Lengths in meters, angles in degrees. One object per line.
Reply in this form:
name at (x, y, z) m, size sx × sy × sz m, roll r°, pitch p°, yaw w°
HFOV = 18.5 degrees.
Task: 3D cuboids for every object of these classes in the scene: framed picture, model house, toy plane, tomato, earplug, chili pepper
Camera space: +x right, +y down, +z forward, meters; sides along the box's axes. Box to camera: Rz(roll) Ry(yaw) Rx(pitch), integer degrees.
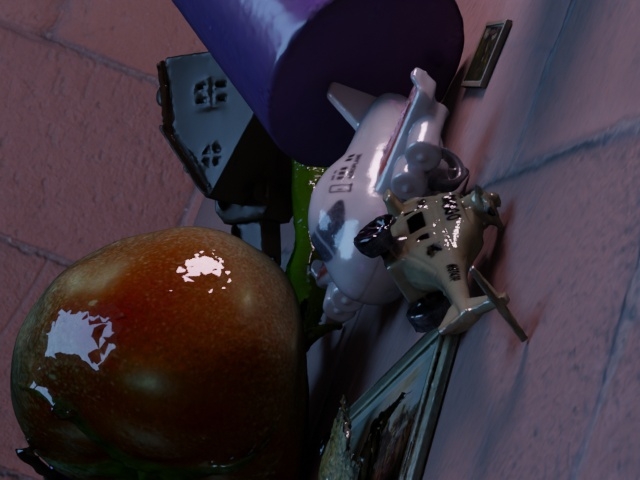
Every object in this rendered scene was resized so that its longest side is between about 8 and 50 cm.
framed picture at (0.148, -0.168, 1.766) m, size 0.089 × 0.006 × 0.066 m, roll -143°, pitch 75°, yaw -81°
model house at (-0.055, -0.091, 2.299) m, size 0.211 × 0.204 × 0.243 m, roll 10°, pitch -104°, yaw -58°
toy plane at (0.091, 0.016, 1.417) m, size 0.108 × 0.092 × 0.286 m, roll -32°, pitch 15°, yaw 8°
framed picture at (0.036, 0.185, 1.544) m, size 0.274 × 0.017 × 0.217 m, roll 127°, pitch 163°, yaw -60°
tomato at (-0.129, 0.124, 1.832) m, size 0.303 × 0.303 × 0.239 m, roll 127°, pitch 164°, yaw -60°
toy plane at (0.050, -0.045, 1.711) m, size 0.252 × 0.118 × 0.252 m, roll -161°, pitch 90°, yaw -80°
earplug at (-0.065, -0.283, 1.953) m, size 0.456 × 0.215 × 0.215 m, roll 50°, pitch 125°, yaw 38°
chili pepper at (0.000, 0.000, 2.069) m, size 0.359 × 0.085 × 0.076 m, roll -87°, pitch -23°, yaw -49°

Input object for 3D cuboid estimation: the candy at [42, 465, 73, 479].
candy at (-0.243, 0.252, 2.017) m, size 0.275 × 0.070 × 0.145 m, roll 85°, pitch -159°, yaw -64°

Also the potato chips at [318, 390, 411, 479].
potato chips at (0.016, 0.195, 1.515) m, size 0.220 × 0.029 × 0.202 m, roll 123°, pitch 166°, yaw -64°
